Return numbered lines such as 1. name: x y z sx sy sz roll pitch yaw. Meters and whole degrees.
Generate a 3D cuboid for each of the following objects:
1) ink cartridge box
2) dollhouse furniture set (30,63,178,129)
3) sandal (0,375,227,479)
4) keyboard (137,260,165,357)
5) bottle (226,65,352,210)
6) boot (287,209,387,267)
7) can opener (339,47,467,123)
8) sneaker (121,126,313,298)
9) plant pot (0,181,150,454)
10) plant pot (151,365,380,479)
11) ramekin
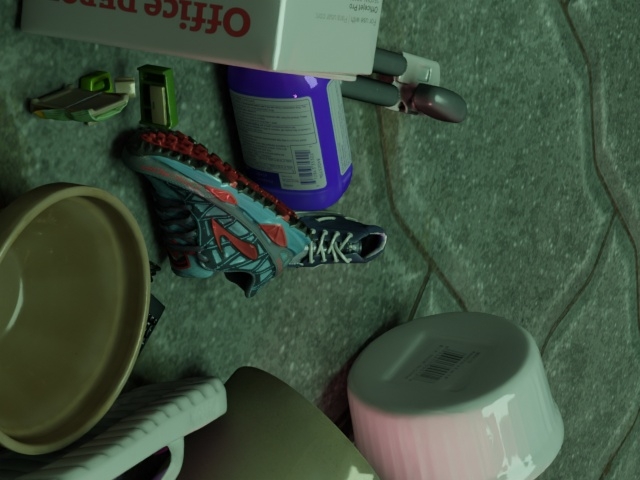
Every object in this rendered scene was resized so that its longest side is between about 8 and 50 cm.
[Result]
1. ink cartridge box: -0.086 -0.350 1.353 0.166 0.285 0.395 -7 107 -57
2. dollhouse furniture set: -0.196 -0.117 1.466 0.151 0.076 0.059 -33 127 -52
3. sandal: -0.206 0.222 1.471 0.416 0.169 0.102 -24 100 -56
4. keyboard: -0.201 0.044 1.560 0.100 0.038 0.192 -67 150 -18
5. bottle: -0.040 -0.167 1.673 0.092 0.118 0.283 -55 143 -45
6. boot: 0.000 0.000 1.836 0.190 0.086 0.069 -18 117 -56
7. can opener: 0.089 -0.197 1.918 0.280 0.093 0.074 6 97 -55
8. sneaker: -0.117 -0.017 1.609 0.125 0.104 0.262 -52 133 3
9. plant pot: -0.262 0.060 1.388 0.237 0.109 0.237 -30 126 -51
10. plant pot: -0.100 0.318 1.671 0.274 0.256 0.256 -41 137 -21
11. ramekin: 0.166 0.207 2.025 0.277 0.277 0.135 -43 128 -45
